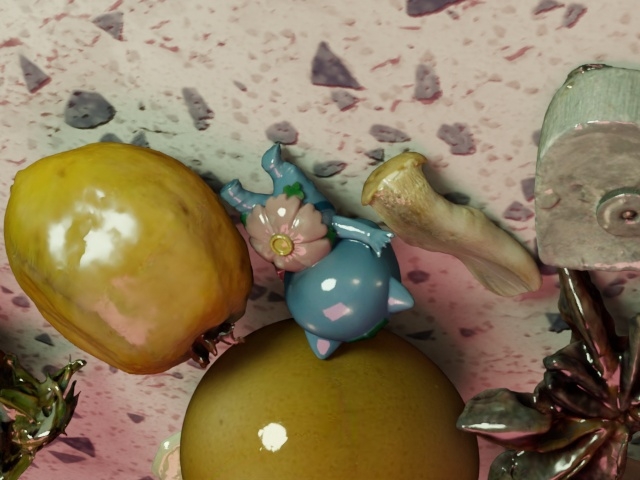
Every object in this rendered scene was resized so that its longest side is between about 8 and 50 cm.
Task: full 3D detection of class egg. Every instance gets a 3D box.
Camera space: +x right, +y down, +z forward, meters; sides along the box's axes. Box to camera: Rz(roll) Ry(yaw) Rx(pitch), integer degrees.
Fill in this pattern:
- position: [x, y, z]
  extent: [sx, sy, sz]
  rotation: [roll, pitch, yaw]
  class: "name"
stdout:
- position: [0.016, 0.198, 1.164]
  extent: [0.250, 0.250, 0.322]
  rotation: [-17, 159, 31]
  class: "egg"

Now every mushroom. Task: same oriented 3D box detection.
- position: [0.115, -0.008, 1.054]
  extent: [0.202, 0.054, 0.059]
  rotation: [32, 143, -32]
  class: "mushroom"

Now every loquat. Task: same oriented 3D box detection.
- position: [-0.154, 0.015, 1.034]
  extent: [0.234, 0.176, 0.187]
  rotation: [36, 176, 10]
  class: "loquat"

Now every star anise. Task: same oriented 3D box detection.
- position: [0.250, 0.136, 1.116]
  extent: [0.212, 0.129, 0.282]
  rotation: [29, 106, -36]
  class: "star anise"

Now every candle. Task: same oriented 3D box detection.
- position: [0.232, -0.040, 0.965]
  extent: [0.192, 0.068, 0.168]
  rotation: [33, 138, -20]
  class: "candle"

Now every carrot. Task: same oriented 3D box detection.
- position: [-0.409, 0.198, 1.315]
  extent: [0.331, 0.193, 0.214]
  rotation: [-7, 122, 20]
  class: "carrot"

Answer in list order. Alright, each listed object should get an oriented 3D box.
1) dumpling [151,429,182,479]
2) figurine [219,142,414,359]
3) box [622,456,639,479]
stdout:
- position: [-0.057, 0.244, 1.355]
  extent: [0.179, 0.131, 0.252]
  rotation: [-38, 135, 7]
  class: "dumpling"
- position: [-0.004, 0.002, 1.059]
  extent: [0.114, 0.144, 0.178]
  rotation: [-38, 104, 4]
  class: "figurine"
- position: [0.306, 0.355, 1.234]
  extent: [0.297, 0.225, 0.190]
  rotation: [18, 151, 37]
  class: "box"
